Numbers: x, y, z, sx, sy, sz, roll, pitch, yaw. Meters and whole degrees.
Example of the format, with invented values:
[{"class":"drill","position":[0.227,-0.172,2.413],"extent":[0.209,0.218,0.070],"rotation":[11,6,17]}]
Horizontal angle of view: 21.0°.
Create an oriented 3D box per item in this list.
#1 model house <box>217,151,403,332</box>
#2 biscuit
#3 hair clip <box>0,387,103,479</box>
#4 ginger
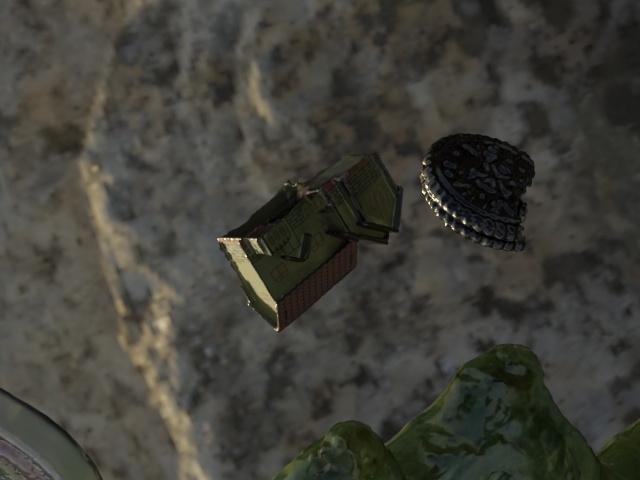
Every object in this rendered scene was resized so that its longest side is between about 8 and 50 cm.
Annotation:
[{"class":"model house","position":[0.000,0.000,0.873],"extent":[0.057,0.083,0.058],"rotation":[-1,124,56]},{"class":"biscuit","position":[0.100,-0.030,1.036],"extent":[0.089,0.087,0.027],"rotation":[45,134,26]},{"class":"hair clip","position":[-0.166,0.095,0.719],"extent":[0.140,0.054,0.220],"rotation":[34,142,-26]},{"class":"ginger","position":[0.102,0.114,0.749],"extent":[0.089,0.290,0.137],"rotation":[-3,83,60]}]
